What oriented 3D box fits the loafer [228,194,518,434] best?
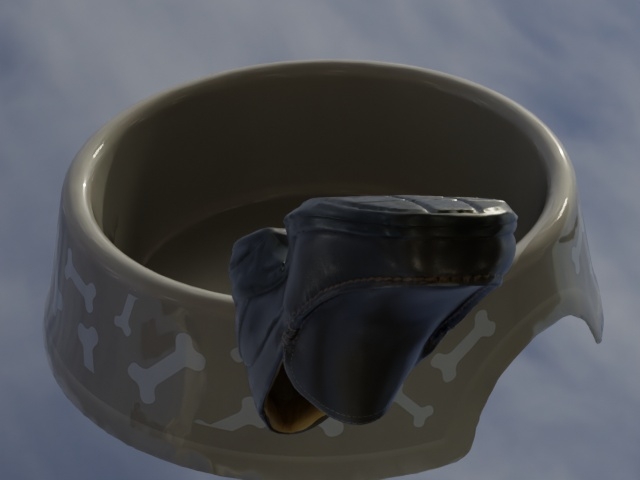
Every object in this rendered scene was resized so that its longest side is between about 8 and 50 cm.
[{"bbox_3d":[0.015,0.022,0.558,0.062,0.170,0.061,2,-98,-13],"label":"loafer"}]

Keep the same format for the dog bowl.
[{"bbox_3d":[0.000,0.000,1.180,0.349,0.349,0.102,-22,-52,-29],"label":"dog bowl"}]
